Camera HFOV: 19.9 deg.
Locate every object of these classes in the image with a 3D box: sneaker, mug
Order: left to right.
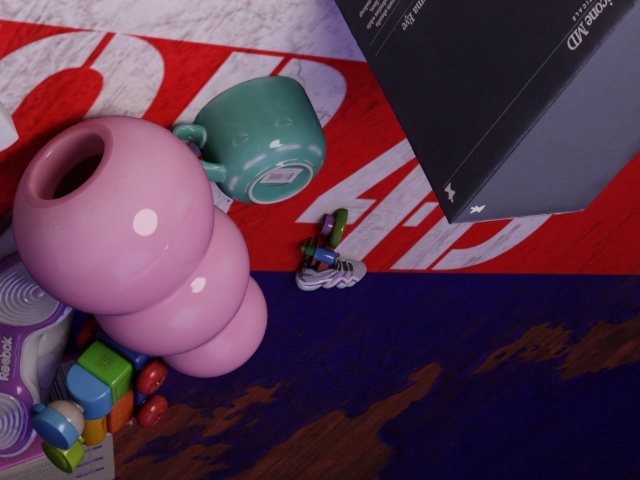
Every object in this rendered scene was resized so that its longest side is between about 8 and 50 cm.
[{"bbox_3d":[-0.332,0.082,2.027,0.114,0.152,0.305,17,111,-6],"label":"sneaker"},{"bbox_3d":[-0.071,-0.093,1.950,0.158,0.097,0.129,-26,154,3],"label":"mug"},{"bbox_3d":[0.020,0.032,2.334,0.098,0.038,0.069,-13,153,-23],"label":"sneaker"}]

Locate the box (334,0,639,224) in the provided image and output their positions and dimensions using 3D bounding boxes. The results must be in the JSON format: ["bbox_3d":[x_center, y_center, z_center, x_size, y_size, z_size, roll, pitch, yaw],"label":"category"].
[{"bbox_3d":[0.199,-0.239,1.661,0.179,0.312,0.343,-5,149,-35],"label":"box"}]

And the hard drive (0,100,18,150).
[{"bbox_3d":[-0.431,-0.133,1.588,0.233,0.047,0.353,-24,155,0],"label":"hard drive"}]

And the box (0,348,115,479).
[{"bbox_3d":[-0.377,0.254,2.286,0.214,0.117,0.243,-19,162,-12],"label":"box"}]

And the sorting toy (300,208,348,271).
[{"bbox_3d":[0.000,0.000,2.253,0.042,0.061,0.102,18,136,-5],"label":"sorting toy"}]

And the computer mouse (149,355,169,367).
[{"bbox_3d":[-0.168,0.053,2.043,0.184,0.060,0.262,-10,125,-3],"label":"computer mouse"}]

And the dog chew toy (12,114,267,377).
[{"bbox_3d":[-0.169,0.023,1.892,0.207,0.206,0.332,-30,132,11],"label":"dog chew toy"}]

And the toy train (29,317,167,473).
[{"bbox_3d":[-0.254,0.205,2.040,0.143,0.105,0.248,-47,163,-27],"label":"toy train"}]

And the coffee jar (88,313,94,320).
[{"bbox_3d":[-0.188,0.061,2.141,0.184,0.096,0.079,-29,131,9],"label":"coffee jar"}]
